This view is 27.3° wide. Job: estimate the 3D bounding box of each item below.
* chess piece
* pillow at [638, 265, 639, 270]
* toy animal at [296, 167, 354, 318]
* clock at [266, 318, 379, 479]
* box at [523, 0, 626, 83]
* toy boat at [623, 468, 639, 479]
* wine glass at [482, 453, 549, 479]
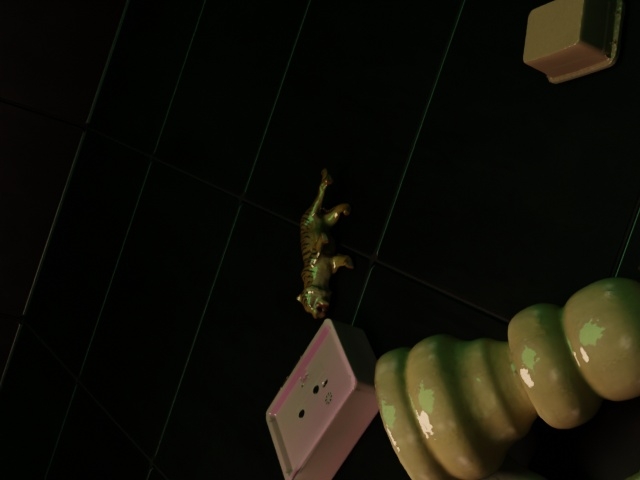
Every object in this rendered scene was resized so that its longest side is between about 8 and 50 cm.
[{"bbox_3d":[0.219,0.139,1.358,0.299,0.167,0.167,-26,48,22],"label":"chess piece"},{"bbox_3d":[0.431,-0.062,1.161,0.305,0.108,0.308,-60,19,5],"label":"pillow"},{"bbox_3d":[0.000,0.000,1.984,0.099,0.056,0.241,-42,41,44],"label":"toy animal"},{"bbox_3d":[0.007,0.227,1.839,0.197,0.063,0.150,-58,31,24],"label":"clock"},{"bbox_3d":[0.300,-0.246,1.579,0.122,0.062,0.089,-13,64,59],"label":"box"},{"bbox_3d":[0.270,0.280,1.190,0.093,0.293,0.055,-35,86,21],"label":"toy boat"},{"bbox_3d":[0.222,0.296,1.386,0.202,0.093,0.093,35,105,60],"label":"wine glass"}]
